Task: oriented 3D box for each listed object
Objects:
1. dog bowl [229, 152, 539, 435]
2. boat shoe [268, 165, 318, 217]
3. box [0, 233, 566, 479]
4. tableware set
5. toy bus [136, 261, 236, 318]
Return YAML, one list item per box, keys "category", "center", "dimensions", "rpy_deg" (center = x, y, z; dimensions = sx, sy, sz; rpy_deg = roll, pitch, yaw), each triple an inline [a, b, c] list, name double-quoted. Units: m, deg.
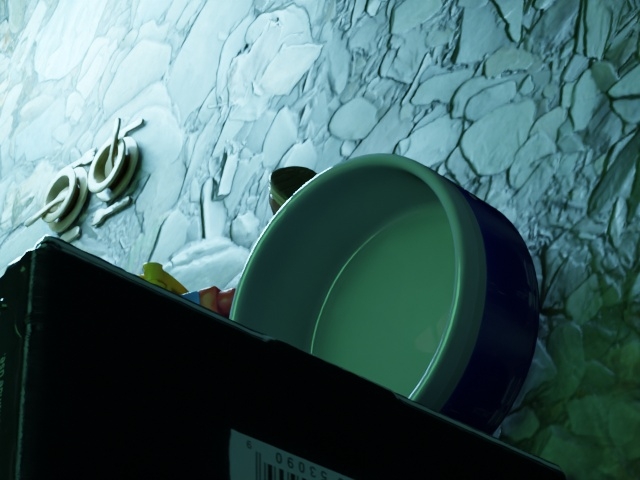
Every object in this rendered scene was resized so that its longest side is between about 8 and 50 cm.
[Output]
- category: "dog bowl"
  center: [0.048, 0.068, 1.440]
  dimensions: [0.265, 0.104, 0.265]
  rpy_deg: [-22, 56, 38]
- category: "boat shoe"
  center: [-0.001, 0.000, 1.648]
  dimensions: [0.178, 0.064, 0.060]
  rpy_deg: [-123, 32, -46]
- category: "box"
  center: [-0.138, 0.304, 1.215]
  dimensions: [0.471, 0.480, 0.297]
  rpy_deg: [-36, 41, 37]
- category: "tableware set"
  center: [-0.290, -0.074, 2.128]
  dimensions: [0.194, 0.039, 0.128]
  rpy_deg: [-28, 46, 43]
- category: "toy bus"
  center: [-0.155, 0.109, 1.694]
  dimensions: [0.211, 0.220, 0.149]
  rpy_deg: [-15, 63, 13]
